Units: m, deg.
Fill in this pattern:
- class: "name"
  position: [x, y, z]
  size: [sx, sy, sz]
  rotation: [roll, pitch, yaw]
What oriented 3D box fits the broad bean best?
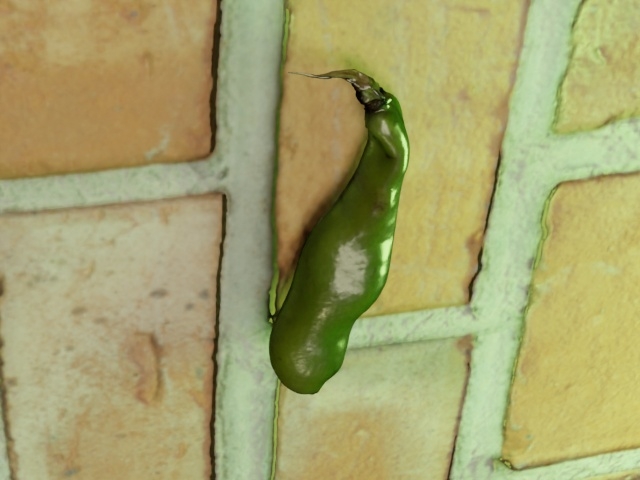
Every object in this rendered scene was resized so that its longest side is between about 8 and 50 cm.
- class: "broad bean"
  position: [0.011, 0.000, 1.153]
  size: [0.098, 0.056, 0.318]
  rotation: [-1, 126, -9]
